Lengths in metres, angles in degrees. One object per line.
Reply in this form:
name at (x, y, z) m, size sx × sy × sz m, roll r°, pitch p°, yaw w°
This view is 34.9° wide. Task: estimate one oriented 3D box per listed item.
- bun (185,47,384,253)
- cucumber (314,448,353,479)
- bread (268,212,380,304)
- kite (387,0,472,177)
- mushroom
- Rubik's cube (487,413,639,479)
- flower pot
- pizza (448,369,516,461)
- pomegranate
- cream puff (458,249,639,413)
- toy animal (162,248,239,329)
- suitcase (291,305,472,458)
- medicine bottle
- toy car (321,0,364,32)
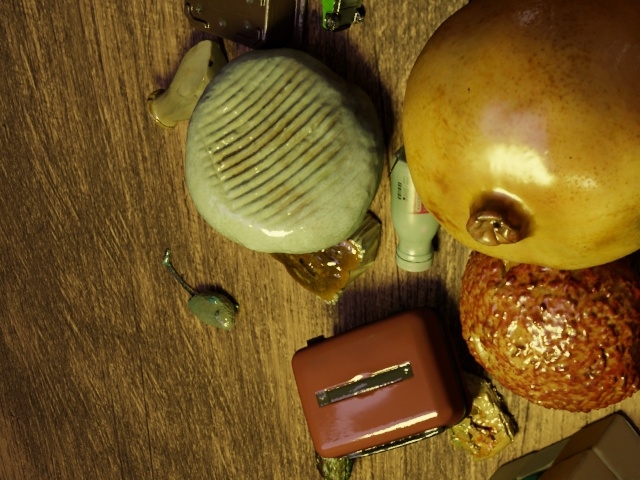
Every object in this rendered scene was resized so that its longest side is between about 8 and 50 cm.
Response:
bun at (-0.061, -0.149, 1.756) m, size 0.362 × 0.211 × 0.362 m, roll 0°, pitch 88°, yaw 8°
cucumber at (0.032, 0.369, 2.105) m, size 0.096 × 0.096 × 0.359 m, roll 23°, pitch 122°, yaw 30°
bread at (-0.002, -0.001, 1.923) m, size 0.210 × 0.110 × 0.192 m, roll 42°, pitch 137°, yaw 13°
kite at (0.181, -0.262, 1.556) m, size 0.022 × 0.204 × 0.360 m, roll 23°, pitch 126°, yaw 4°
mushroom at (-0.251, -0.290, 1.977) m, size 0.108 × 0.096 × 0.247 m, roll 36°, pitch 144°, yaw -17°
Rubik's cube at (0.429, 0.562, 1.720) m, size 0.347 × 0.346 × 0.344 m, roll 53°, pitch 138°, yaw 3°
flower pot at (-0.147, -0.422, 1.798) m, size 0.251 × 0.084 × 0.179 m, roll 24°, pitch 124°, yaw 28°
pizza at (0.271, 0.317, 1.911) m, size 0.147 × 0.069 × 0.226 m, roll -22°, pitch 100°, yaw 49°
pomegranate at (0.304, -0.142, 1.360) m, size 0.416 × 0.416 × 0.417 m, roll 22°, pitch 128°, yaw 31°
cream puff at (0.357, 0.132, 1.577) m, size 0.350 × 0.229 × 0.350 m, roll 26°, pitch 146°, yaw 19°
toy animal at (-0.272, 0.122, 2.283) m, size 0.253 × 0.070 × 0.079 m, roll 39°, pitch 101°, yaw 33°
suitcase at (0.110, 0.262, 1.857) m, size 0.297 × 0.161 × 0.236 m, roll -22°, pitch 76°, yaw 22°
medicine bottle at (0.166, -0.053, 1.754) m, size 0.090 × 0.090 × 0.217 m, roll 22°, pitch 129°, yaw 31°
toy car at (0.039, -0.421, 1.656) m, size 0.062 × 0.071 × 0.165 m, roll 44°, pitch 138°, yaw 34°
